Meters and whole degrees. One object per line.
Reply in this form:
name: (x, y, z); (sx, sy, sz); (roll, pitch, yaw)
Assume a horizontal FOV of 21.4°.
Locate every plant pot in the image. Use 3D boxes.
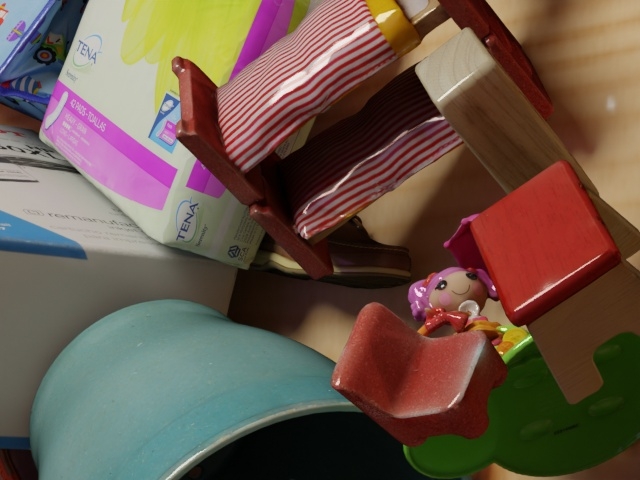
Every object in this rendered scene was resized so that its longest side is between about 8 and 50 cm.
plant pot: (-0.073, 0.173, 1.144); (0.255, 0.272, 0.271); (40, 111, 54)

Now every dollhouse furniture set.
dollhouse furniture set: (0.042, -0.037, 1.003); (0.201, 0.152, 0.374); (-36, 28, 12)

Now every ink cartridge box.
ink cartridge box: (-0.293, 0.017, 1.354); (0.395, 0.285, 0.166); (30, 108, 53)

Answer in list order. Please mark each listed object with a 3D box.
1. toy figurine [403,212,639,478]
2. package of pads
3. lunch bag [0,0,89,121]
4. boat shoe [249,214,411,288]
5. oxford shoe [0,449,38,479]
toy figurine: (0.110, 0.053, 1.054); (0.159, 0.173, 0.130); (-115, 9, -49)
package of pads: (-0.103, -0.136, 1.317); (0.296, 0.101, 0.229); (35, 104, 57)
lunch bag: (-0.230, -0.260, 1.526); (0.221, 0.138, 0.293); (23, 86, 49)
boat shoe: (0.000, 0.000, 1.235); (0.178, 0.064, 0.060); (8, 86, 52)
oxford shoe: (-0.165, 0.209, 1.364); (0.271, 0.097, 0.098); (33, 88, 40)
